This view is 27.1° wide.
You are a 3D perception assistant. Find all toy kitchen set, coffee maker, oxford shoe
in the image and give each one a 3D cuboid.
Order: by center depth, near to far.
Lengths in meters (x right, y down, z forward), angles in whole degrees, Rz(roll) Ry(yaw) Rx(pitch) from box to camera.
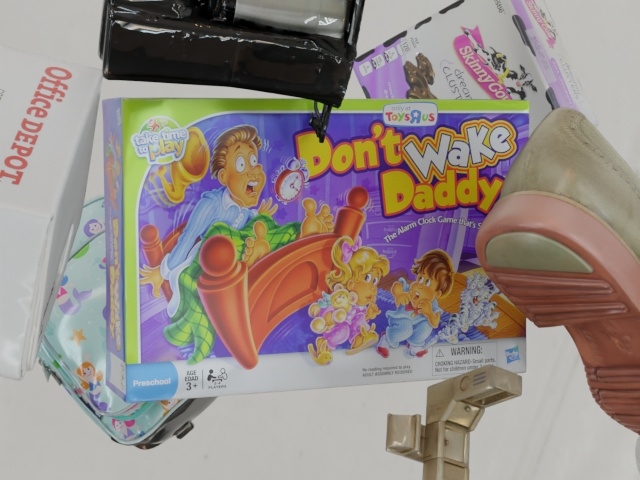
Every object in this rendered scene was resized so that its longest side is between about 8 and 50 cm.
[{"bbox_3d":[-0.067,-0.151,0.944,0.178,0.120,0.171,5,113,-8],"label":"coffee maker"},{"bbox_3d":[0.098,0.138,0.980,0.068,0.083,0.075,22,149,-29],"label":"toy kitchen set"},{"bbox_3d":[0.279,0.052,1.079,0.140,0.147,0.397,-4,141,41],"label":"oxford shoe"}]

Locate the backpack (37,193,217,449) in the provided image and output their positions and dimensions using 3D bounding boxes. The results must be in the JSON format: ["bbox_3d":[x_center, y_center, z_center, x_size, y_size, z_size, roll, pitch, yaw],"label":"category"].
[{"bbox_3d":[-0.209,0.077,1.451,0.225,0.191,0.253,-41,72,-5],"label":"backpack"}]

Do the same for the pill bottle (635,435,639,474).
[{"bbox_3d":[0.367,0.200,1.264,0.120,0.067,0.067,-26,107,41],"label":"pill bottle"}]

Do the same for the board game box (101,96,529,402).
[{"bbox_3d":[0.000,0.000,1.089,0.347,0.078,0.233,-2,95,-20],"label":"board game box"}]

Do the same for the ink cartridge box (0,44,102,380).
[{"bbox_3d":[-0.280,-0.046,0.773,0.278,0.201,0.117,13,120,-8],"label":"ink cartridge box"}]

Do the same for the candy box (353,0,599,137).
[{"bbox_3d":[0.148,-0.146,1.303,0.196,0.070,0.165,-25,88,40],"label":"candy box"}]
